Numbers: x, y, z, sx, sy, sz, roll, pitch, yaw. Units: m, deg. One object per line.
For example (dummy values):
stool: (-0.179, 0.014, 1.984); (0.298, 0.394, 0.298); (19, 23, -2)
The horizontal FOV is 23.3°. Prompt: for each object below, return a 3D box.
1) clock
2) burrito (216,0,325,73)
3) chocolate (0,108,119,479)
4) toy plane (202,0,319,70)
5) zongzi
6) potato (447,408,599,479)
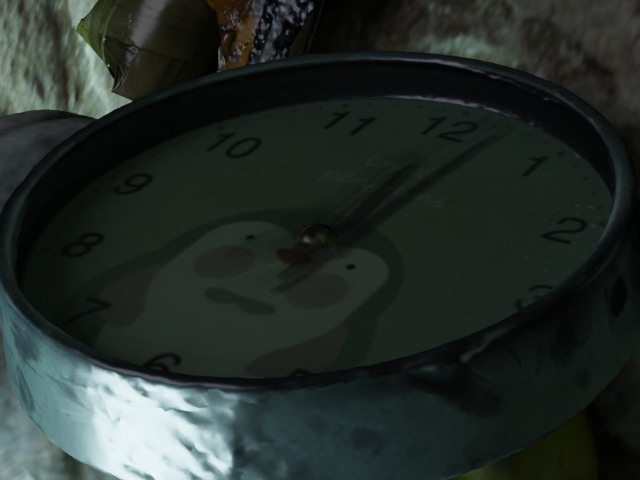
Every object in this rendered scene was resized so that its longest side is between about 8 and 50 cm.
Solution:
clock: (-0.001, 0.000, 0.754); (0.319, 0.319, 0.066); (40, 144, 51)
burrito: (-0.022, -0.176, 1.052); (0.058, 0.063, 0.229); (80, -152, -81)
chocolate: (-0.144, 0.032, 0.962); (0.213, 0.303, 0.303); (-31, 49, 10)
toy plane: (0.027, -0.251, 0.955); (0.316, 0.103, 0.204); (-30, 76, 23)
zongzi: (-0.120, -0.193, 1.168); (0.160, 0.078, 0.176); (-58, 36, 13)
potato: (0.050, 0.099, 0.787); (0.200, 0.137, 0.155); (22, 104, 56)
